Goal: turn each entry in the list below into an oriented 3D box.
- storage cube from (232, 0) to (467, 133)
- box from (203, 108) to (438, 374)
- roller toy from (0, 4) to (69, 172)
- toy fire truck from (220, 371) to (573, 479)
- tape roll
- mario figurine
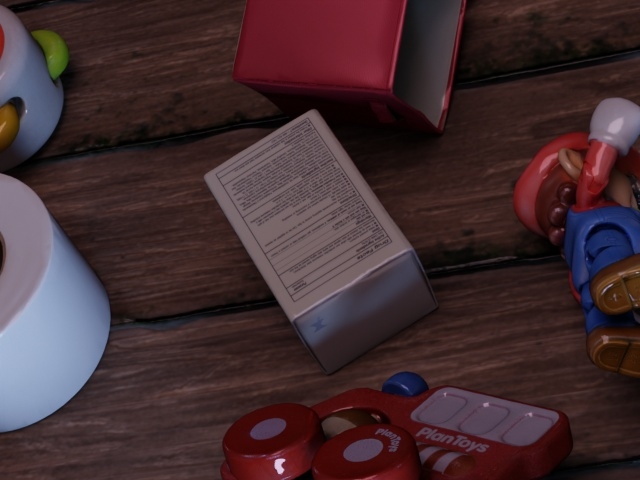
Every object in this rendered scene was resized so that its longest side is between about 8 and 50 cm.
[{"bbox_3d":[0.038,-0.238,2.094,0.193,0.183,0.215,6,81,23],"label":"storage cube"},{"bbox_3d":[0.000,0.000,2.017,0.148,0.127,0.232,-31,54,-2],"label":"box"},{"bbox_3d":[-0.422,-0.186,2.275,0.191,0.146,0.209,4,61,22],"label":"roller toy"},{"bbox_3d":[0.064,0.221,1.832,0.302,0.169,0.254,9,34,45],"label":"toy fire truck"},{"bbox_3d":[-0.374,0.069,2.081,0.246,0.169,0.246,-10,56,15],"label":"tape roll"},{"bbox_3d":[0.308,-0.010,1.878,0.198,0.170,0.320,-52,23,25],"label":"mario figurine"}]
